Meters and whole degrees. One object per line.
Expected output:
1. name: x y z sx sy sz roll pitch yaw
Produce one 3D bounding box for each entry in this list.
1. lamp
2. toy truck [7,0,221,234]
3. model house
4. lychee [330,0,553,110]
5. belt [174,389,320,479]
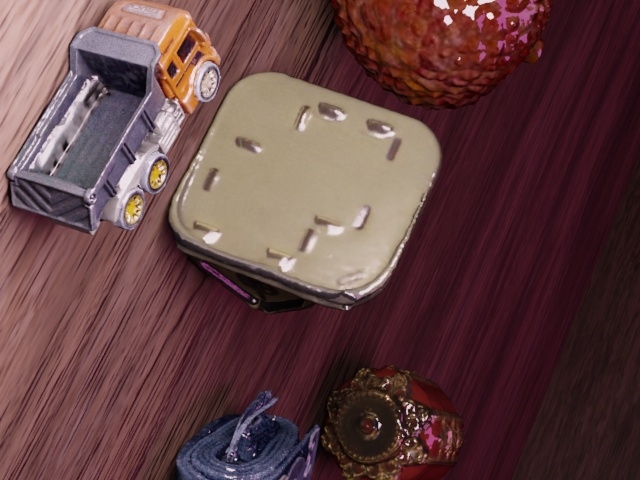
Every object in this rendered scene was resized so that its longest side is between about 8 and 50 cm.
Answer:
1. lamp: 0.104 0.264 1.965 0.177 0.177 0.274 -70 161 -5
2. toy truck: -0.154 -0.092 1.067 0.192 0.083 0.092 -63 154 -22
3. model house: 0.000 0.000 1.396 0.278 0.218 0.204 75 38 -65
4. lychee: 0.120 -0.264 1.427 0.260 0.261 0.260 -54 154 -42
5. belt: -0.086 0.243 1.502 0.218 0.122 0.128 -38 140 -69
